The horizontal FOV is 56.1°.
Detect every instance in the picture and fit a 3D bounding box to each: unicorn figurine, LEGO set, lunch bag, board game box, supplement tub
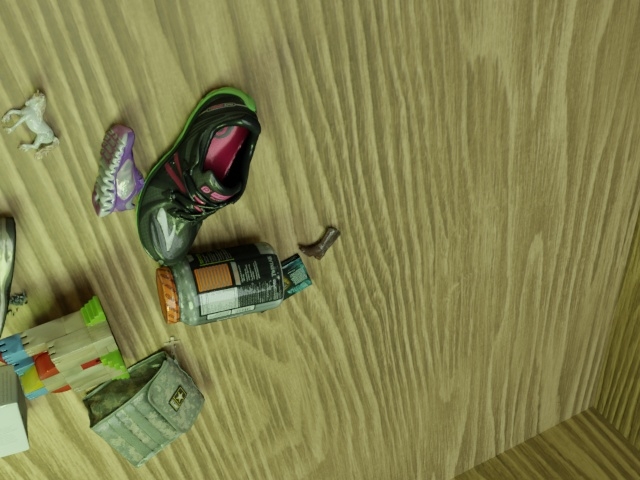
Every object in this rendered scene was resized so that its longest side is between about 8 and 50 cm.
[{"bbox_3d":[-0.619,-0.254,1.289,0.111,0.060,0.162,-29,146,-8],"label":"unicorn figurine"},{"bbox_3d":[-0.765,0.161,1.509,0.054,0.023,0.083,8,117,-32],"label":"LEGO set"},{"bbox_3d":[-0.505,0.490,1.783,0.287,0.169,0.235,-36,128,-12],"label":"lunch bag"},{"bbox_3d":[-0.126,0.132,1.826,0.186,0.026,0.126,-29,131,-8],"label":"board game box"},{"bbox_3d":[-0.274,0.120,1.631,0.316,0.193,0.193,-10,125,-21],"label":"supplement tub"}]

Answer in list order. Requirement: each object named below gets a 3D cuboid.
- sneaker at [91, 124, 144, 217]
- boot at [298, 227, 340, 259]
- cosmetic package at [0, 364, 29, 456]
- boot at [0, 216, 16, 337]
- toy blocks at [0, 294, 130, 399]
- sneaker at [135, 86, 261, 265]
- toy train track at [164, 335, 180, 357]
[{"bbox_3d":[-0.463,-0.161,1.413,0.105,0.095,0.236,0,126,-36],"label":"sneaker"},{"bbox_3d":[0.000,0.000,1.795,0.114,0.037,0.106,-51,143,15],"label":"boot"},{"bbox_3d":[-0.862,0.455,1.575,0.152,0.151,0.183,-10,126,-23],"label":"cosmetic package"},{"bbox_3d":[-0.858,0.108,1.349,0.284,0.138,0.377,7,114,-33],"label":"boot"},{"bbox_3d":[-0.652,0.302,1.529,0.261,0.190,0.381,-21,156,-20],"label":"toy blocks"},{"bbox_3d":[-0.297,-0.135,1.438,0.185,0.202,0.482,17,112,-35],"label":"sneaker"},{"bbox_3d":[-0.442,0.322,1.797,0.048,0.014,0.083,-9,125,-23],"label":"toy train track"}]
